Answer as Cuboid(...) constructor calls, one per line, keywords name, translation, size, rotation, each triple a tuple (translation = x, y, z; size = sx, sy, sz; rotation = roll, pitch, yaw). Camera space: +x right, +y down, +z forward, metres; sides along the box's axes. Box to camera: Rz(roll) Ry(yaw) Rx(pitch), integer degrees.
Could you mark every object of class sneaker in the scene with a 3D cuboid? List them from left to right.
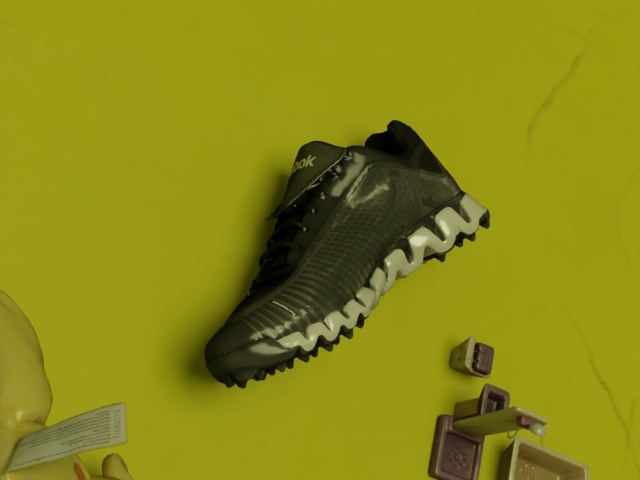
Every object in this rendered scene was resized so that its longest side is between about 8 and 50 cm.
Cuboid(name="sneaker", translation=(0.000, 0.000, 1.001), size=(0.234, 0.078, 0.106), rotation=(-35, 95, -40))

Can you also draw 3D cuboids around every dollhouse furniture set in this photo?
Cuboid(name="dollhouse furniture set", translation=(0.143, 0.116, 1.060), size=(0.114, 0.081, 0.091), rotation=(25, 64, -27))

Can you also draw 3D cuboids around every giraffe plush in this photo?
Cuboid(name="giraffe plush", translation=(-0.142, 0.136, 0.819), size=(0.170, 0.210, 0.181), rotation=(52, 45, -48))
